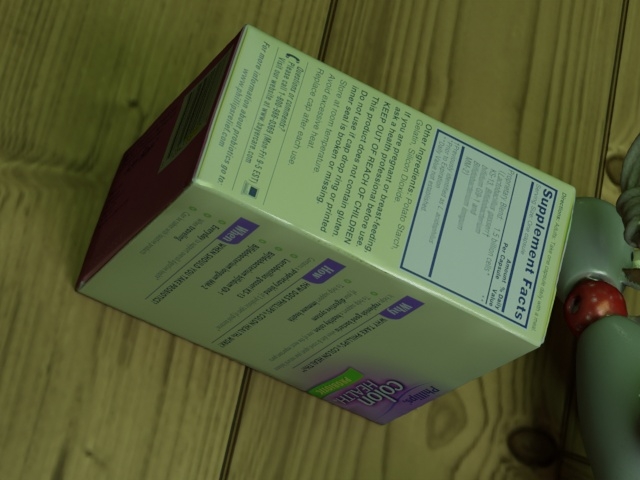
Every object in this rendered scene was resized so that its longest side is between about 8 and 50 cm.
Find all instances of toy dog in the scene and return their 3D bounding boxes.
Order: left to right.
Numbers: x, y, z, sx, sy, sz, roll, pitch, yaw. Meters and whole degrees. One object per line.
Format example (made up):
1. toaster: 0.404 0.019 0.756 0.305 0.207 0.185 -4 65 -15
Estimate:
1. toy dog: 0.251 0.102 1.249 0.161 0.220 0.334 20 56 -20

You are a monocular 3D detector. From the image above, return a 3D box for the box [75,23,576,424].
1. box: 0.000 0.000 1.166 0.243 0.213 0.117 26 62 -16
